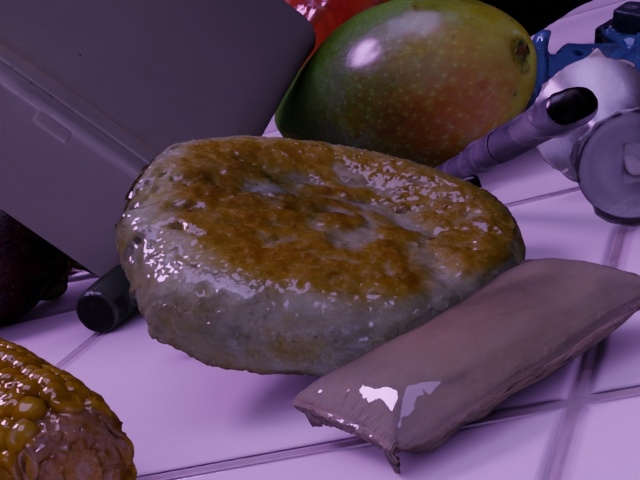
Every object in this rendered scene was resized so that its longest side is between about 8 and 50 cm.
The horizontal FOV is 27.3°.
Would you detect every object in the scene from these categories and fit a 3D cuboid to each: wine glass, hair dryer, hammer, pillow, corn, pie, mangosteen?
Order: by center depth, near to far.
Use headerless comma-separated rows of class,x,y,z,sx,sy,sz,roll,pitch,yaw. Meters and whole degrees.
pillow,0.094,0.063,0.770,0.208,0.053,0.119,-28,13,-27
corn,-0.222,0.117,0.850,0.119,0.119,0.322,-27,19,-36
pie,0.000,0.000,0.973,0.323,0.070,0.323,4,27,-2
wine glass,0.239,-0.083,1.078,0.122,0.122,0.183,-17,13,8
hammer,0.119,-0.062,1.125,0.152,0.044,0.427,-18,-2,-14
hair dryer,-0.149,0.054,1.233,0.150,0.047,0.071,-2,21,22
mangosteen,-0.347,-0.012,1.414,0.216,0.216,0.216,-17,12,4

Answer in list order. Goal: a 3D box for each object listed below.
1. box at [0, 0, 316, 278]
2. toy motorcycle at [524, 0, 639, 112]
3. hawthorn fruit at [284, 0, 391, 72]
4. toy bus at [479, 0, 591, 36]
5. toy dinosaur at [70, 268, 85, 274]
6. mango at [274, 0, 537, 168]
box,-0.220,-0.176,1.354,0.177,0.352,0.343,-47,11,45
toy motorcycle,0.312,-0.193,1.489,0.182,0.123,0.272,16,32,31
hawthorn fruit,0.039,-0.275,1.741,0.287,0.330,0.287,-28,15,8
toy bus,0.206,-0.304,1.513,0.128,0.147,0.303,-3,-11,-26
toy dinosaur,-0.314,0.031,1.581,0.108,0.032,0.220,-21,21,-32
mango,0.075,-0.159,1.461,0.225,0.201,0.382,-36,16,-31
